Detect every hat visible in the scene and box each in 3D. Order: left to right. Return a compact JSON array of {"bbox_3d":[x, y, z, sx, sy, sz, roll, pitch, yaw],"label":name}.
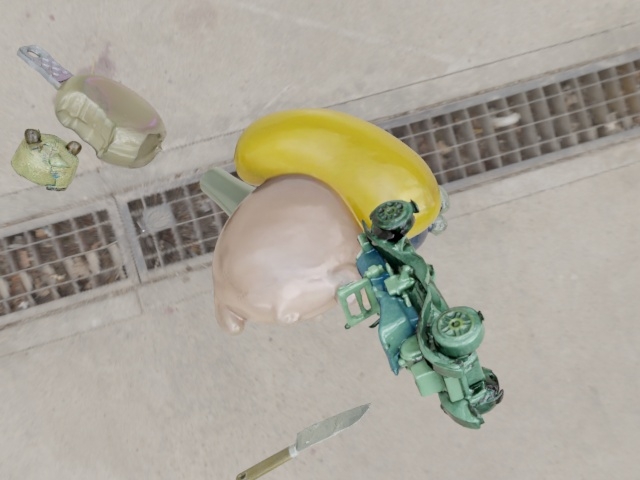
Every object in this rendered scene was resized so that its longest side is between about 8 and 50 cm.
[{"bbox_3d":[-0.339,-0.106,1.109,0.077,0.076,0.059,27,120,-16],"label":"hat"}]

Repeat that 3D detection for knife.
[{"bbox_3d":[-0.033,0.358,1.575,0.298,0.047,0.017,-32,123,18],"label":"knife"}]

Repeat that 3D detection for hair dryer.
[{"bbox_3d":[-0.111,-0.103,1.569,0.119,0.296,0.298,-26,119,-39],"label":"hair dryer"}]

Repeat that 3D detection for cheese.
[{"bbox_3d":[-0.389,-0.232,1.472,0.286,0.163,0.082,37,118,4],"label":"cheese"}]

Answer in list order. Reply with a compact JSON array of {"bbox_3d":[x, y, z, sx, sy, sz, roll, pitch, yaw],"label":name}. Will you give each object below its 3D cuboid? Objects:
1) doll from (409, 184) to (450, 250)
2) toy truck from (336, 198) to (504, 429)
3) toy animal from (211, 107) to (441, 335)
[{"bbox_3d":[0.130,-0.063,1.691,0.228,0.258,0.154,35,105,6],"label":"doll"},{"bbox_3d":[0.055,0.050,0.574,0.078,0.154,0.080,-24,132,-1],"label":"toy truck"},{"bbox_3d":[0.021,0.004,1.173,0.277,0.247,0.345,1,53,10],"label":"toy animal"}]
